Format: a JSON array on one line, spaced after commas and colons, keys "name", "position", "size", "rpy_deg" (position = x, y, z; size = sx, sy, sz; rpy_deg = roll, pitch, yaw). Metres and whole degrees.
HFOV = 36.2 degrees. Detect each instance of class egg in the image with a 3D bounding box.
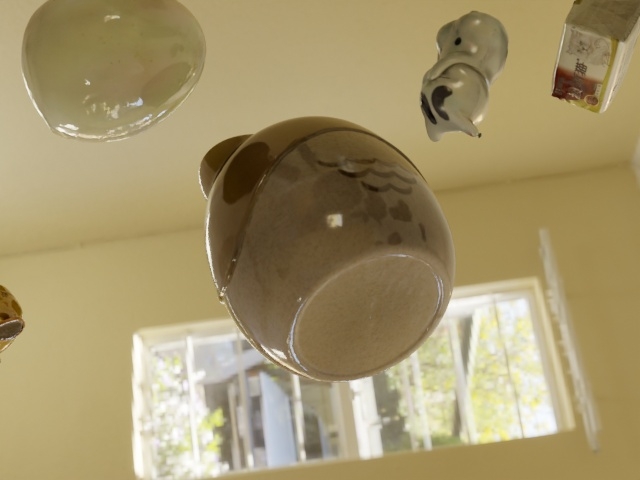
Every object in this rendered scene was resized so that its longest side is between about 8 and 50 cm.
[{"name": "egg", "position": [-0.368, -0.324, 1.751], "size": [0.283, 0.345, 0.283], "rpy_deg": [-13, 90, -75]}]

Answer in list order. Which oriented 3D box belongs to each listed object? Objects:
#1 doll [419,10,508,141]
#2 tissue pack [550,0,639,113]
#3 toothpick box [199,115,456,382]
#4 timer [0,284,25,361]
[{"name": "doll", "position": [0.200, -0.235, 1.385], "size": [0.110, 0.107, 0.180], "rpy_deg": [-10, -129, 59]}, {"name": "tissue pack", "position": [0.401, -0.280, 1.429], "size": [0.106, 0.099, 0.148], "rpy_deg": [-56, 160, -29]}, {"name": "toothpick box", "position": [0.000, 0.000, 1.679], "size": [0.425, 0.409, 0.409], "rpy_deg": [-120, -164, -45]}, {"name": "timer", "position": [-0.417, 0.094, 1.186], "size": [0.109, 0.107, 0.107], "rpy_deg": [45, -18, 26]}]
